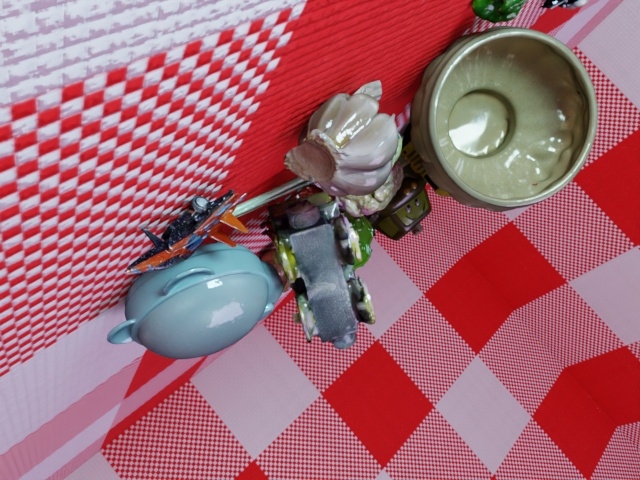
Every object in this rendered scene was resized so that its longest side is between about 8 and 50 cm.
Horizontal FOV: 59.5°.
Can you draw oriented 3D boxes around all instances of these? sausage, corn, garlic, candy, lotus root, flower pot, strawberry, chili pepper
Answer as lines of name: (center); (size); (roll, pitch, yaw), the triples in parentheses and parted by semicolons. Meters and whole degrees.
sausage: (-0.118, 0.084, 1.360); (0.086, 0.086, 0.289); (-39, 172, -19)
corn: (0.098, -0.118, 1.114); (0.127, 0.126, 0.335); (-43, 175, 16)
garlic: (0.046, -0.138, 0.736); (0.131, 0.127, 0.194); (-53, -173, 47)
candy: (-0.010, -0.100, 0.847); (0.336, 0.092, 0.093); (-28, 154, -28)
lotus root: (0.000, 0.000, 1.231); (0.186, 0.186, 0.186); (-40, 174, -5)
flower pot: (0.298, -0.208, 0.986); (0.307, 0.307, 0.244); (-41, -170, 4)
strawberry: (-0.033, -0.036, 1.049); (0.145, 0.086, 0.145); (-42, 175, -4)
chili pepper: (0.326, -0.393, 0.763); (0.257, 0.074, 0.100); (-42, 174, 23)

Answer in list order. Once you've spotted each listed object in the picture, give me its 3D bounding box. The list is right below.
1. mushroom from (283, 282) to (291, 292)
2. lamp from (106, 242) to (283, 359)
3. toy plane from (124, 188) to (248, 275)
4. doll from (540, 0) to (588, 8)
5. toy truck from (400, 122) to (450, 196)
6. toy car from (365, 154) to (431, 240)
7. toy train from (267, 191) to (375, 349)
mushroom: (-0.041, 0.100, 1.879); (0.270, 0.103, 0.118); (-32, 170, -25)
lamp: (-0.163, 0.089, 0.839); (0.209, 0.147, 0.284); (-35, 176, 21)
toy plane: (-0.158, -0.005, 0.644); (0.130, 0.061, 0.189); (-44, 169, 35)
doll: (0.554, -0.528, 1.134); (0.219, 0.067, 0.091); (-29, -165, 22)
toy truck: (0.393, -0.264, 1.299); (0.405, 0.254, 0.180); (-35, 177, -19)
toy car: (0.192, -0.098, 1.425); (0.204, 0.198, 0.248); (-38, 172, -17)
toy train: (0.003, 0.044, 0.920); (0.134, 0.260, 0.177); (-15, -157, 1)
